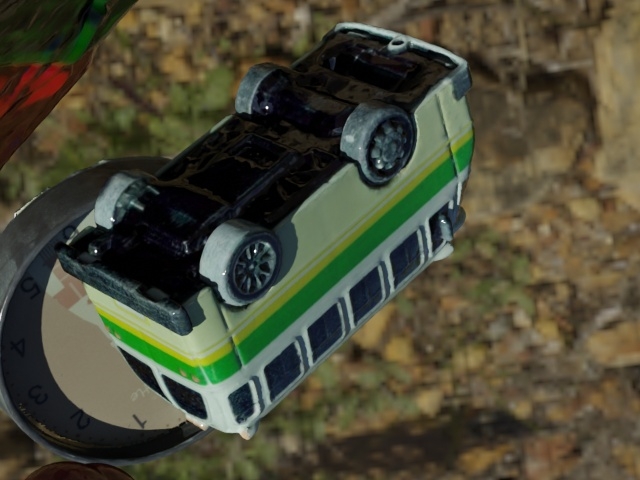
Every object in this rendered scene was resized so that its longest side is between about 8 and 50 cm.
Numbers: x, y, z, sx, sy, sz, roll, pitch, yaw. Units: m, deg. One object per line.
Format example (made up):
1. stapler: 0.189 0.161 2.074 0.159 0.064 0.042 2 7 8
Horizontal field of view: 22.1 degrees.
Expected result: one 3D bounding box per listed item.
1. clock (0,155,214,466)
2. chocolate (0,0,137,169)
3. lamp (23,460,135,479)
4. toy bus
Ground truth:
1. clock: -0.220 0.090 1.943 0.386 0.386 0.076 2 -159 -31
2. chocolate: -0.249 -0.154 0.965 0.341 0.161 0.360 -45 173 25
3. lamp: -0.191 0.269 1.364 0.182 0.182 0.140 7 152 -44
4. toy bus: -0.019 -0.009 1.084 0.276 0.165 0.133 -40 -136 -26
